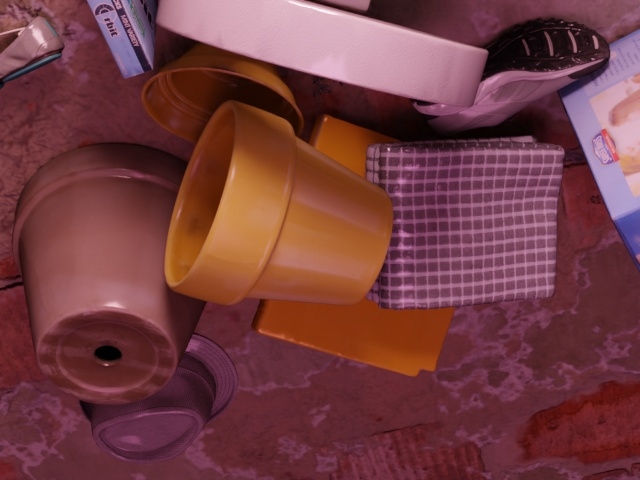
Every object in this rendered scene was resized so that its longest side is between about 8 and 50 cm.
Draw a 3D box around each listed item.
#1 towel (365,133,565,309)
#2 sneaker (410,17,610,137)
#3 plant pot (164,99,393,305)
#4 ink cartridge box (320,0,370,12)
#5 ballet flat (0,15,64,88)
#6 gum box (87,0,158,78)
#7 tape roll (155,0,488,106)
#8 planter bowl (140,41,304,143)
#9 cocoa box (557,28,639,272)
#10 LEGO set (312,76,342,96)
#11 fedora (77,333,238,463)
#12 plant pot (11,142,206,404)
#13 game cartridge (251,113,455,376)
[{"bbox_3d":[0.206,-0.026,1.561,0.283,0.121,0.235,-4,97,-17],"label":"towel"},{"bbox_3d":[0.262,-0.219,1.532,0.271,0.100,0.108,-17,139,16],"label":"sneaker"},{"bbox_3d":[-0.047,-0.025,1.439,0.239,0.254,0.254,17,126,-19],"label":"plant pot"},{"bbox_3d":[-0.050,-0.416,1.272,0.270,0.197,0.198,12,127,-13],"label":"ink cartridge box"},{"bbox_3d":[-0.437,-0.229,1.491,0.213,0.072,0.068,-27,99,16],"label":"ballet flat"},{"bbox_3d":[-0.245,-0.310,1.352,0.041,0.184,0.157,-15,129,8],"label":"gum box"},{"bbox_3d":[0.003,-0.239,1.307,0.392,0.392,0.072,11,103,-13],"label":"tape roll"},{"bbox_3d":[-0.123,-0.207,1.485,0.217,0.090,0.217,7,157,3],"label":"planter bowl"},{"bbox_3d":[0.479,-0.105,1.468,0.231,0.347,0.228,-26,126,16],"label":"cocoa box"},{"bbox_3d":[0.013,-0.235,1.542,0.083,0.023,0.054,-39,125,9],"label":"LEGO set"},{"bbox_3d":[-0.276,0.283,1.871,0.275,0.124,0.244,-15,129,8],"label":"fedora"},{"bbox_3d":[-0.291,0.072,1.600,0.323,0.280,0.323,-2,130,-3],"label":"plant pot"},{"bbox_3d":[0.079,0.014,1.616,0.285,0.052,0.324,18,91,-18],"label":"game cartridge"}]
